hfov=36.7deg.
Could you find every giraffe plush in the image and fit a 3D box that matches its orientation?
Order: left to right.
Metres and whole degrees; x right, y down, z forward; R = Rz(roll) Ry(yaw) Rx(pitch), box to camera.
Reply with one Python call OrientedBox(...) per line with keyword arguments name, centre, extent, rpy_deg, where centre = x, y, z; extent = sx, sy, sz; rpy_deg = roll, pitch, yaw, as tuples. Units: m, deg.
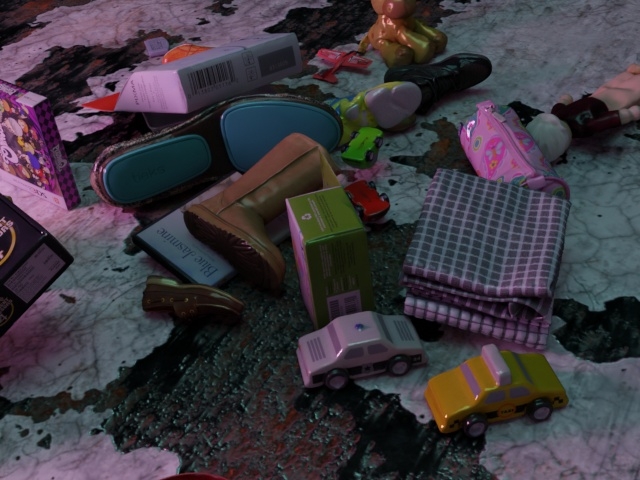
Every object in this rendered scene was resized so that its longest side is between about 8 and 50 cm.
OrientedBox(name="giraffe plush", centre=(0.176, -0.512, 2.198), extent=(0.210, 0.171, 0.181), rpy_deg=(25, 46, 35))

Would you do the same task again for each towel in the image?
OrientedBox(name="towel", centre=(0.257, 0.012, 1.483), extent=(0.234, 0.121, 0.284), rpy_deg=(15, 41, 9))

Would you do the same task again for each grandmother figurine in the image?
OrientedBox(name="grandmother figurine", centre=(0.528, -0.243, 1.858), extent=(0.342, 0.104, 0.207), rpy_deg=(-28, 14, -23))

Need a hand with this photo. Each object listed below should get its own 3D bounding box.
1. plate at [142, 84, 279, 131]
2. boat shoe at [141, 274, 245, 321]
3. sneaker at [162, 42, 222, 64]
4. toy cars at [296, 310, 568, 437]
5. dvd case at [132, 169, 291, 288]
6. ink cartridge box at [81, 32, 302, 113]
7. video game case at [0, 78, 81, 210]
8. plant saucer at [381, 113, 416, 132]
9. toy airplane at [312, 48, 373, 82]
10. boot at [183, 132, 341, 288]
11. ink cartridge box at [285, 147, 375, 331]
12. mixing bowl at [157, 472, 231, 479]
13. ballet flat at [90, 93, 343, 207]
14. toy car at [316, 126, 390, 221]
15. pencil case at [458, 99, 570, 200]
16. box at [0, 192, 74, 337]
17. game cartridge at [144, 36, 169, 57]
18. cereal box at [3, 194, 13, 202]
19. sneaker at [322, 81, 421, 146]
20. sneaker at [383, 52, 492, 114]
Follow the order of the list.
OrientedBox(name="plate", centre=(-0.245, -0.291, 2.037), extent=(0.277, 0.045, 0.278), rpy_deg=(-15, 28, -14))
OrientedBox(name="boat shoe", centre=(-0.203, 0.101, 1.526), extent=(0.177, 0.064, 0.060), rpy_deg=(9, 69, 21))
OrientedBox(name="sneaker", centre=(-0.279, -0.419, 2.224), extent=(0.175, 0.064, 0.067), rpy_deg=(-6, 33, 0))
OrientedBox(name="toy cars", centre=(0.148, 0.168, 1.356), extent=(0.393, 0.087, 0.176), rpy_deg=(14, 41, 25))
OrientedBox(name="dvd case", centre=(-0.174, -0.019, 1.675), extent=(0.180, 0.022, 0.253), rpy_deg=(35, 52, 25))
OrientedBox(name="ink cartridge box", centre=(-0.276, -0.347, 1.975), extent=(0.384, 0.091, 0.308), rpy_deg=(11, 30, 45))
OrientedBox(name="video game case", centre=(-0.557, -0.186, 1.811), extent=(0.210, 0.232, 0.042), rpy_deg=(22, 47, 32))
OrientedBox(name="plant saucer", centre=(0.154, -0.241, 1.967), extent=(0.083, 0.015, 0.083), rpy_deg=(-4, 37, 3))
OrientedBox(name="toy airplane", centre=(0.042, -0.395, 2.179), extent=(0.151, 0.028, 0.151), rpy_deg=(-5, 36, 4))
OrientedBox(name="boot", centre=(-0.065, -0.063, 1.637), extent=(0.236, 0.089, 0.269), rpy_deg=(36, 57, 28))
OrientedBox(name="ink cartridge box", centre=(0.000, 0.000, 1.520), extent=(0.097, 0.189, 0.255), rpy_deg=(-14, 36, -9))
OrientedBox(name="mixing bowl", centre=(-0.151, 0.370, 1.116), extent=(0.181, 0.098, 0.181), rpy_deg=(-4, 37, 3))
OrientedBox(name="ballet flat", centre=(-0.205, -0.188, 1.846), extent=(0.482, 0.164, 0.182), rpy_deg=(-16, 22, -10))
OrientedBox(name="toy car", centre=(0.054, -0.123, 1.773), extent=(0.239, 0.053, 0.225), rpy_deg=(15, 50, 25))
OrientedBox(name="pencil case", centre=(0.339, -0.138, 1.715), extent=(0.124, 0.124, 0.284), rpy_deg=(-9, 38, -5))
OrientedBox(name="box", centre=(-0.605, 0.078, 1.430), extent=(0.318, 0.097, 0.395), rpy_deg=(34, 76, 33))
OrientedBox(name="game cartridge", centre=(-0.397, -0.473, 2.355), extent=(0.055, 0.017, 0.083), rpy_deg=(-17, 38, -8))
OrientedBox(name="cereal box", centre=(-0.608, -0.015, 1.636), extent=(0.240, 0.173, 0.047), rpy_deg=(13, 40, 22))
OrientedBox(name="sneaker", centre=(0.078, -0.272, 1.939), extent=(0.240, 0.091, 0.126), rpy_deg=(-22, 34, -5))
OrientedBox(name="sneaker", centre=(0.250, -0.322, 2.007), extent=(0.227, 0.087, 0.130), rpy_deg=(-7, 38, 3))
